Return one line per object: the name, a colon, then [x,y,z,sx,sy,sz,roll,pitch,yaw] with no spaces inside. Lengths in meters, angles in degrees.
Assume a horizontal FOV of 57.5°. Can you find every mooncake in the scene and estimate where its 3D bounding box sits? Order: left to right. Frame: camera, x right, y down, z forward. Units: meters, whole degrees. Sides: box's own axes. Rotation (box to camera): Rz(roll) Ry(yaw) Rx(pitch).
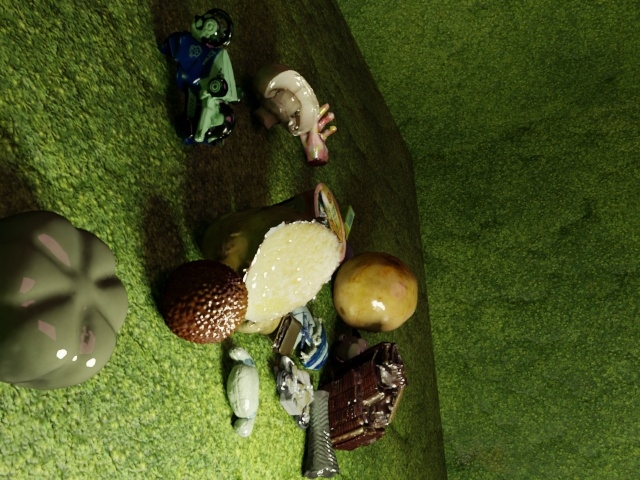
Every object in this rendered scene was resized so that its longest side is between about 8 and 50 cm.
mooncake: [-0.410,0.088,0.889,0.275,0.135,0.274,-17,90,-72]

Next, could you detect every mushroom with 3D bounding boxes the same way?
mushroom: [-0.139,-0.463,1.917,0.253,0.195,0.189,50,0,-40]

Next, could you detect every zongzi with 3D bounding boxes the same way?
zongzi: [-0.159,0.224,1.538,0.194,0.099,0.197,-35,131,-59]

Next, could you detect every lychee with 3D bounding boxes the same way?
lychee: [-0.243,0.128,1.237,0.194,0.195,0.194,-13,90,-70]

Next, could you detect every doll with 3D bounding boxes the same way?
doll: [-0.182,0.358,1.398,0.103,0.072,0.214,6,75,-67]
doll: [0.122,0.443,2.079,0.182,0.117,0.257,-44,123,-50]

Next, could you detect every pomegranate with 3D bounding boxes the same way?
pomegranate: [0.200,0.209,2.188,0.338,0.338,0.338,-13,90,-70]

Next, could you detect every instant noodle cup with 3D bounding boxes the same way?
instant noodle cup: [-0.080,-0.023,1.639,0.244,0.255,0.243,-13,90,-71]

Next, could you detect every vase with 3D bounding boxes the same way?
vase: [-0.004,0.564,1.708,0.115,0.116,0.237,48,31,-53]

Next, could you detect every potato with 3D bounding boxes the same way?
potato: [-0.140,0.016,1.440,0.289,0.300,0.237,17,17,-43]

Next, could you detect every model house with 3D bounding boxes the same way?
model house: [0.150,0.537,1.854,0.297,0.317,0.282,56,24,-7]

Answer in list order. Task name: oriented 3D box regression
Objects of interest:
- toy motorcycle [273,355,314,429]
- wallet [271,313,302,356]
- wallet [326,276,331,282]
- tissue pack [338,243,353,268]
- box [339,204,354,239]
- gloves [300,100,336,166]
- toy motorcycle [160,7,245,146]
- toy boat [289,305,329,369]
toy motorcycle: [-0.069,0.418,1.656,0.152,0.073,0.225,-74,148,-51]
wallet: [-0.091,0.265,1.619,0.198,0.031,0.110,70,41,-75]
wallet: [0.001,0.060,2.122,0.095,0.033,0.189,18,60,-65]
tissue pack: [0.086,0.057,2.323,0.156,0.051,0.112,43,42,-57]
box: [0.000,0.000,1.935,0.047,0.187,0.335,64,23,-24]
gloves: [-0.021,-0.416,2.246,0.145,0.126,0.241,2,78,-44]
toy motorcycle: [-0.297,-0.397,1.439,0.125,0.196,0.331,-9,98,-69]
toy boat: [-0.058,0.279,1.792,0.291,0.070,0.210,49,29,-45]
